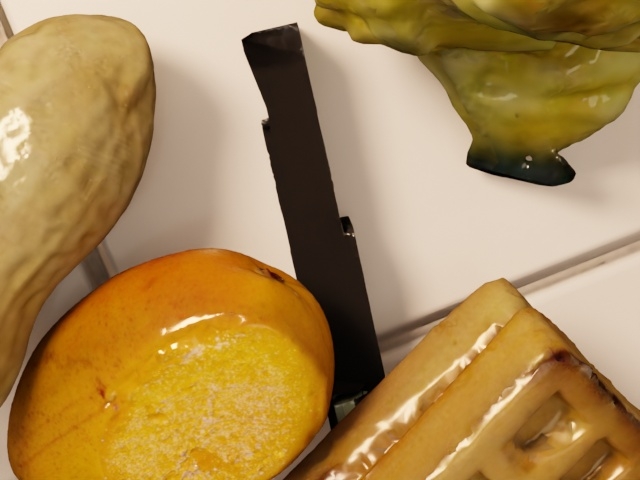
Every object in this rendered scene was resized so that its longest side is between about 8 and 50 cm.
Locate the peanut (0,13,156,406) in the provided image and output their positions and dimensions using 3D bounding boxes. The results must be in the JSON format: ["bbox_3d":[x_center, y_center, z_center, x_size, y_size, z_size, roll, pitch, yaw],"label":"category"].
[{"bbox_3d":[-0.183,-0.009,0.659,0.274,0.125,0.111,-56,136,-2],"label":"peanut"}]

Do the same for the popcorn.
[{"bbox_3d":[0.119,-0.190,0.589,0.293,0.293,0.237,19,78,-7],"label":"popcorn"}]

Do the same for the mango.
[{"bbox_3d":[-0.091,0.086,0.678,0.217,0.102,0.141,-31,105,17],"label":"mango"}]

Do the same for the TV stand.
[{"bbox_3d":[0.000,0.000,0.703,0.040,0.049,0.256,-13,99,0],"label":"TV stand"}]

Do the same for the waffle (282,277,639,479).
[{"bbox_3d":[0.064,0.205,0.687,0.328,0.098,0.224,-45,116,4],"label":"waffle"}]
